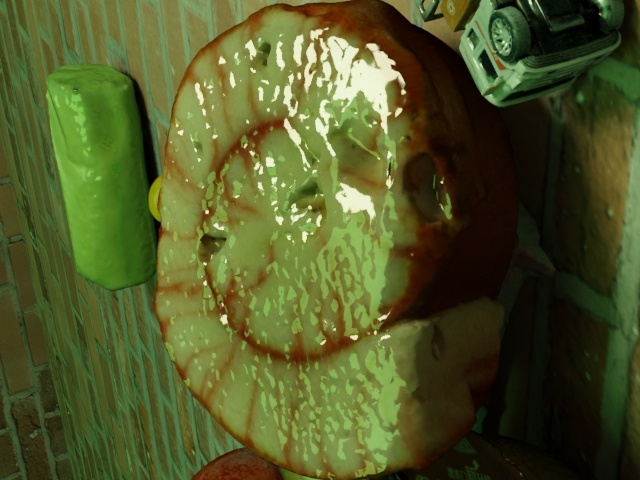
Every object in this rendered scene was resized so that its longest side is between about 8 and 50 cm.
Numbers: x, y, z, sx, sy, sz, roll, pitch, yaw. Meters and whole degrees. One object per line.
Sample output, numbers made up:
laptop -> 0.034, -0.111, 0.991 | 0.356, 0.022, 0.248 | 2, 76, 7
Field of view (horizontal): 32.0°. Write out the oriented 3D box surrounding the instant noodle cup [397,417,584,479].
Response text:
instant noodle cup -> 0.165, 0.244, 0.831 | 0.274, 0.091, 0.274 | 48, 147, 45

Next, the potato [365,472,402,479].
potato -> 0.037, 0.274, 0.909 | 0.172, 0.089, 0.100 | 70, 159, 0

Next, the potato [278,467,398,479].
potato -> 0.019, 0.163, 1.046 | 0.169, 0.143, 0.248 | 76, 172, -51

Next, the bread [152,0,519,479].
bread -> -0.002, -0.003, 0.802 | 0.295, 0.114, 0.327 | 7, 99, 45

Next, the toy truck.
toy truck -> 0.105, -0.165, 0.691 | 0.115, 0.080, 0.177 | 119, 131, -67

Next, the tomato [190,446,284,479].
tomato -> -0.098, 0.340, 1.440 | 0.167, 0.167, 0.167 | 47, 147, 46

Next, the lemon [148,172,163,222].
lemon -> -0.196, -0.053, 1.485 | 0.065, 0.065, 0.092 | 51, 150, 41

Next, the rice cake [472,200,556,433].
rice cake -> 0.118, 0.082, 0.872 | 0.081, 0.051, 0.290 | 58, 154, 34

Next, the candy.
candy -> -0.318, -0.089, 1.649 | 0.142, 0.132, 0.343 | -114, 18, -59
